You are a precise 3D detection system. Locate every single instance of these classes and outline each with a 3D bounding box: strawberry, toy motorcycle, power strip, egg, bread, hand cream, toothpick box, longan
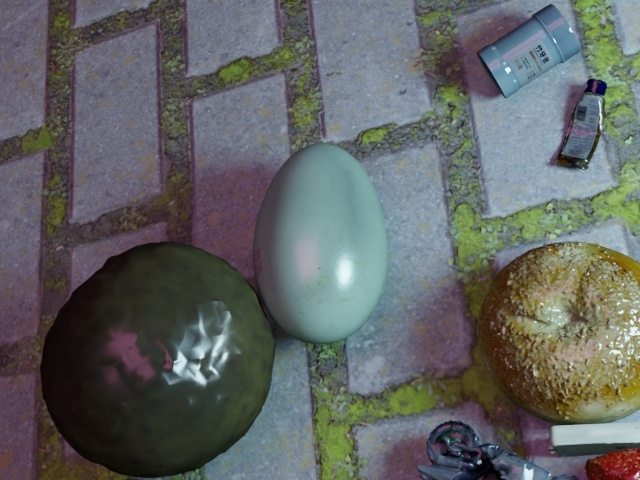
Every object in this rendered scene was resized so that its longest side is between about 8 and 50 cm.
[{"bbox_3d":[0.462,0.356,1.475,0.187,0.082,0.146,28,78,17],"label":"strawberry"},{"bbox_3d":[0.265,0.381,1.560,0.270,0.106,0.159,21,71,26],"label":"toy motorcycle"},{"bbox_3d":[0.430,0.291,1.537,0.192,0.081,0.035,-8,64,21],"label":"power strip"},{"bbox_3d":[0.000,0.000,1.779,0.230,0.230,0.371,-12,56,19],"label":"egg"},{"bbox_3d":[0.381,0.134,1.587,0.305,0.159,0.305,-9,65,20],"label":"bread"},{"bbox_3d":[0.450,-0.196,1.783,0.062,0.039,0.163,15,80,27],"label":"hand cream"},{"bbox_3d":[0.365,-0.332,1.841,0.153,0.101,0.101,-33,58,9],"label":"toothpick box"},{"bbox_3d":[-0.265,0.193,1.710,0.391,0.391,0.391,-10,64,20],"label":"longan"}]

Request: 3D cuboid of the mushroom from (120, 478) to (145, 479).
[{"bbox_3d":[-0.297,0.567,1.662,0.314,0.314,0.336,-43,88,1],"label":"mushroom"}]
